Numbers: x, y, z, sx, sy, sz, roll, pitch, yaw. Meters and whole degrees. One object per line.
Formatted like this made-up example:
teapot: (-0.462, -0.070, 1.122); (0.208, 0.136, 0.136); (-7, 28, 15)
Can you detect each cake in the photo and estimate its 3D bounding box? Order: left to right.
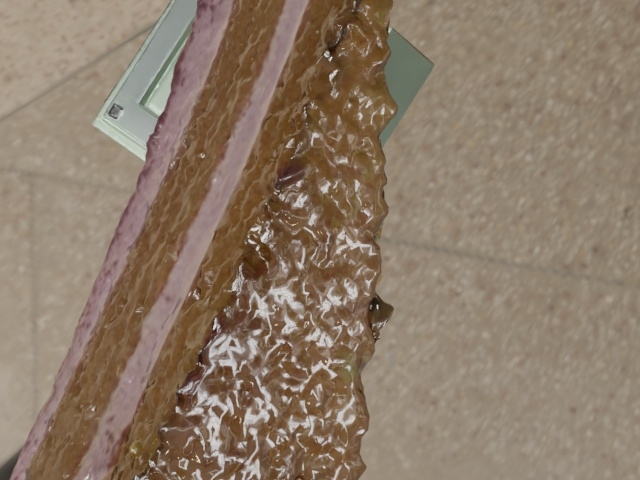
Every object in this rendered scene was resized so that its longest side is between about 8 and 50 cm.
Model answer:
cake: (-0.046, 0.043, 0.517); (0.116, 0.112, 0.295); (5, 82, 55)

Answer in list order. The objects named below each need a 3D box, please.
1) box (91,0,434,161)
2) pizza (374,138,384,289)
box: (-0.058, -0.139, 1.441); (0.225, 0.117, 0.225); (34, 93, 28)
pizza: (0.000, 0.000, 1.260); (0.147, 0.226, 0.069); (48, 155, -16)
